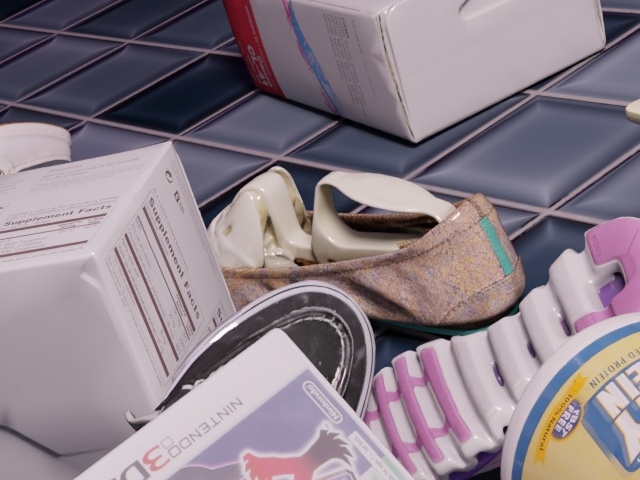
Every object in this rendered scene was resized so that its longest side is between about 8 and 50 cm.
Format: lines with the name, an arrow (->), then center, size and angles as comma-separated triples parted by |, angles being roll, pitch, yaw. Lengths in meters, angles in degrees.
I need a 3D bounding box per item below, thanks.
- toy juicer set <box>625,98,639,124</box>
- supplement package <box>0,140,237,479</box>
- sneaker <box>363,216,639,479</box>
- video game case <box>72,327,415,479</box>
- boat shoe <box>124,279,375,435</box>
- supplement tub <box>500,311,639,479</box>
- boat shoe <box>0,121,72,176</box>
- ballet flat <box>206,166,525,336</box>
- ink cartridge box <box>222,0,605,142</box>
toy juicer set -> 0.389, -0.062, 1.071 | 0.329, 0.090, 0.209 | -15, 29, -18
supplement package -> -0.195, 0.078, 1.044 | 0.261, 0.204, 0.145 | -9, 27, 21
sneaker -> 0.120, 0.091, 0.942 | 0.236, 0.104, 0.095 | -35, 40, 19
video game case -> -0.019, 0.163, 0.788 | 0.183, 0.201, 0.023 | -36, -10, -33
boat shoe -> -0.064, 0.130, 0.870 | 0.306, 0.113, 0.105 | -45, -2, -27
supplement tub -> 0.184, 0.127, 0.744 | 0.144, 0.144, 0.199 | -25, 25, -14
boat shoe -> -0.331, -0.036, 1.526 | 0.277, 0.096, 0.098 | -19, -17, -43
ballet flat -> 0.000, 0.000, 1.188 | 0.316, 0.106, 0.107 | -1, 30, 35
ink cartridge box -> 0.078, -0.214, 1.553 | 0.226, 0.131, 0.306 | -28, 27, -20
